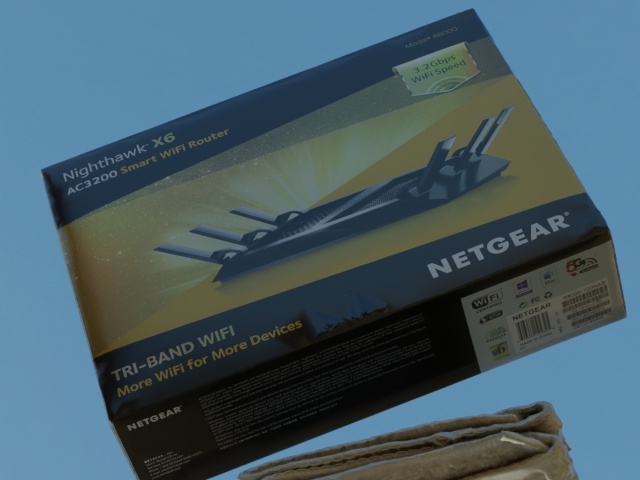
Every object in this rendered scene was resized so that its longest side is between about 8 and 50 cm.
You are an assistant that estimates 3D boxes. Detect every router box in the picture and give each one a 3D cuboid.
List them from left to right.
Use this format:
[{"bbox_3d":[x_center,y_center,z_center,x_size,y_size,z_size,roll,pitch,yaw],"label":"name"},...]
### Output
[{"bbox_3d":[0.000,0.000,1.218,0.308,0.243,0.081,-21,-48,-3],"label":"router box"}]

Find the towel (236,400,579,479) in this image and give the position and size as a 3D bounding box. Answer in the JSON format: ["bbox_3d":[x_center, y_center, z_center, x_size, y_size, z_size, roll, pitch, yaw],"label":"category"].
[{"bbox_3d":[0.075,0.211,1.099,0.187,0.049,0.282,-15,-52,11],"label":"towel"}]
